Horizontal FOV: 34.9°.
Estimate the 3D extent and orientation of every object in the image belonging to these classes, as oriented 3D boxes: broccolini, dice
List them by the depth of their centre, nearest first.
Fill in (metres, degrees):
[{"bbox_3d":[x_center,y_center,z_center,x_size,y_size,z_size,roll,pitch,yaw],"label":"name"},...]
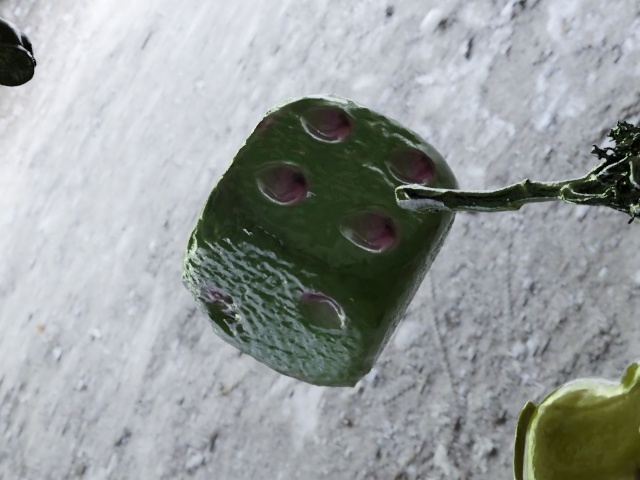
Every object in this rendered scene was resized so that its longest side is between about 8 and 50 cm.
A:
[{"bbox_3d":[0.140,-0.036,0.693,0.254,0.057,0.071,-1,46,46],"label":"broccolini"},{"bbox_3d":[0.000,0.000,1.526,0.322,0.330,0.318,-57,-9,-37],"label":"dice"}]

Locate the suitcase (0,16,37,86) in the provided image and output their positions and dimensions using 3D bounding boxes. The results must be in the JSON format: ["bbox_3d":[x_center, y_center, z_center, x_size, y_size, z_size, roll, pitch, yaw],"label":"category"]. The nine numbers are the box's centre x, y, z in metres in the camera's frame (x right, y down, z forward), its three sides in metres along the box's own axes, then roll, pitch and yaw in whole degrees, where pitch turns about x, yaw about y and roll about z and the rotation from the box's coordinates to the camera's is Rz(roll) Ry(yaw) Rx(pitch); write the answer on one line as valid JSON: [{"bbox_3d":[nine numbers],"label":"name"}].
[{"bbox_3d":[-0.307,-0.169,0.521,0.128,0.312,0.202,-47,36,20],"label":"suitcase"}]

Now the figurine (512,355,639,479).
[{"bbox_3d":[0.271,0.145,0.692,0.327,0.218,0.169,-39,24,44],"label":"figurine"}]
